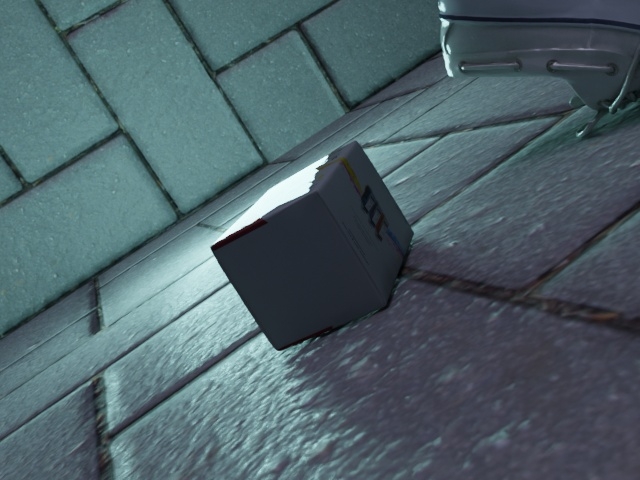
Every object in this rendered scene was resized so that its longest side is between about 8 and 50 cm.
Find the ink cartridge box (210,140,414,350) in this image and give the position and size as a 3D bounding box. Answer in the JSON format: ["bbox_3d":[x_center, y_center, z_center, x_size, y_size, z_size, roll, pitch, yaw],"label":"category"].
[{"bbox_3d":[0.000,0.000,0.777,0.128,0.127,0.176,-27,12,23],"label":"ink cartridge box"}]

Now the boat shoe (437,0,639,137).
[{"bbox_3d":[0.293,-0.187,0.800,0.367,0.156,0.136,11,30,29],"label":"boat shoe"}]
